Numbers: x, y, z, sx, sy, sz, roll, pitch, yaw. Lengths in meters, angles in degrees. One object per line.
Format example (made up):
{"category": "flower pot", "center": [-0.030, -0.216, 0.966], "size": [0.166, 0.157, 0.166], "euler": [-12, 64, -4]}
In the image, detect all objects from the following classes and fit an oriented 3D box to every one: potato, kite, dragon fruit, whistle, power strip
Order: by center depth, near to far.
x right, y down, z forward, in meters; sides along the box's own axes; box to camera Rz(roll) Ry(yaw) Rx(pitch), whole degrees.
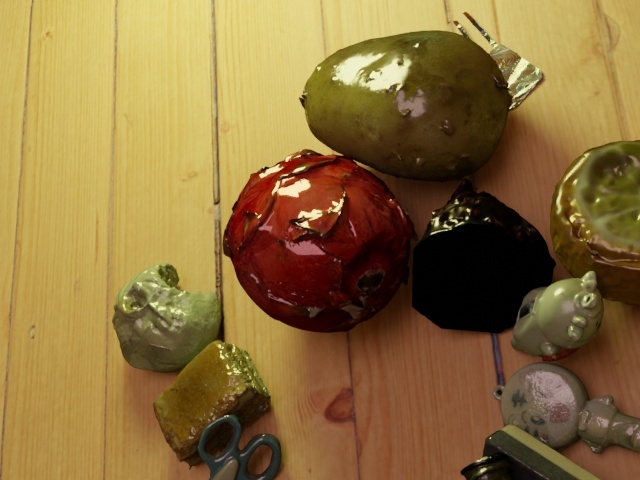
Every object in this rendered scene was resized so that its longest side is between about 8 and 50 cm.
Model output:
{"category": "power strip", "center": [0.332, 0.359, 1.515], "size": [0.257, 0.070, 0.105], "euler": [31, 128, 38]}
{"category": "whistle", "center": [0.330, 0.115, 1.572], "size": [0.102, 0.253, 0.106], "euler": [-38, 86, -23]}
{"category": "whistle", "center": [0.364, 0.247, 1.575], "size": [0.258, 0.067, 0.126], "euler": [14, 93, 31]}
{"category": "dragon fruit", "center": [0.000, 0.000, 1.775], "size": [0.295, 0.296, 0.302], "euler": [-56, 39, -2]}
{"category": "potato", "center": [0.137, -0.230, 1.830], "size": [0.359, 0.219, 0.270], "euler": [20, 51, 43]}
{"category": "kite", "center": [0.275, -0.305, 1.912], "size": [0.127, 0.016, 0.229], "euler": [-38, 55, 7]}

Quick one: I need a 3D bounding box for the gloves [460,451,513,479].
{"category": "gloves", "center": [0.279, 0.404, 1.468], "size": [0.107, 0.135, 0.268], "euler": [-36, 71, -12]}

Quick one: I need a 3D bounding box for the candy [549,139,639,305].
{"category": "candy", "center": [0.454, -0.028, 1.577], "size": [0.260, 0.118, 0.260], "euler": [-6, 53, 8]}

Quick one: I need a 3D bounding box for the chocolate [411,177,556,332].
{"category": "chocolate", "center": [0.251, 0.000, 1.700], "size": [0.206, 0.224, 0.177], "euler": [4, 43, 8]}

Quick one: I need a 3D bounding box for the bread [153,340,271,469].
{"category": "bread", "center": [-0.189, 0.274, 1.875], "size": [0.196, 0.102, 0.138], "euler": [-40, 51, 12]}

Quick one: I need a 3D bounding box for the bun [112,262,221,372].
{"category": "bun", "center": [-0.285, 0.130, 1.984], "size": [0.213, 0.126, 0.203], "euler": [-6, 67, 28]}

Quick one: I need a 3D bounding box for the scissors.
{"category": "scissors", "center": [-0.176, 0.423, 1.816], "size": [0.289, 0.138, 0.041], "euler": [-60, 8, 8]}
